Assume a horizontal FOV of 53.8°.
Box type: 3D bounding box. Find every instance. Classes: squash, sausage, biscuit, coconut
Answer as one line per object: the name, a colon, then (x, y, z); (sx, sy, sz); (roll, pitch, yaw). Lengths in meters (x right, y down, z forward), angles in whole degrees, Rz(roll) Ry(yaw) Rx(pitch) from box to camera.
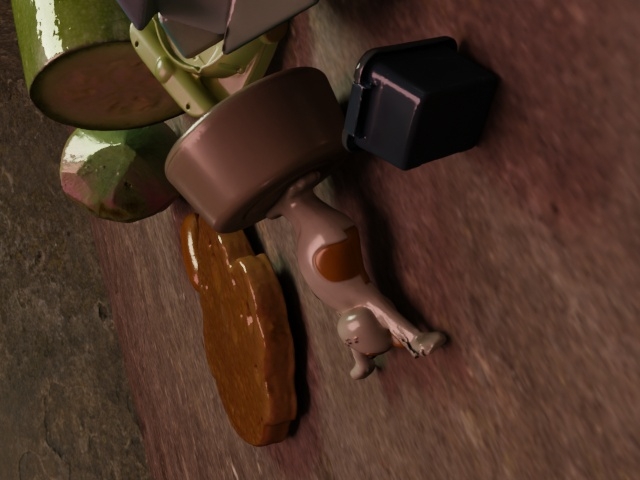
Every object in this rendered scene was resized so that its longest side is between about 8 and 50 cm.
squash: (-0.326, -0.386, 0.943); (0.263, 0.263, 0.384); (-42, 61, 61)
sausage: (-0.211, 0.022, 1.088); (0.062, 0.054, 0.183); (-61, 42, 49)
biscuit: (-0.109, 0.128, 0.911); (0.312, 0.057, 0.351); (27, 125, 59)
coconut: (-0.359, -0.133, 1.164); (0.236, 0.236, 0.204); (-20, 46, 64)

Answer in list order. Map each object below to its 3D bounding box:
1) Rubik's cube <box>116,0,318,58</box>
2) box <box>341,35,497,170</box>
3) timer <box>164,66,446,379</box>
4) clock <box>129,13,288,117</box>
Rubik's cube: (-0.072, -0.285, 0.498); (0.224, 0.265, 0.213); (58, -163, -29)
box: (0.069, -0.090, 0.424); (0.054, 0.099, 0.074); (38, 135, 34)
timer: (0.000, 0.000, 0.577); (0.266, 0.175, 0.175); (57, 151, 5)
clock: (-0.114, -0.267, 0.707); (0.170, 0.069, 0.232); (50, 123, 18)
